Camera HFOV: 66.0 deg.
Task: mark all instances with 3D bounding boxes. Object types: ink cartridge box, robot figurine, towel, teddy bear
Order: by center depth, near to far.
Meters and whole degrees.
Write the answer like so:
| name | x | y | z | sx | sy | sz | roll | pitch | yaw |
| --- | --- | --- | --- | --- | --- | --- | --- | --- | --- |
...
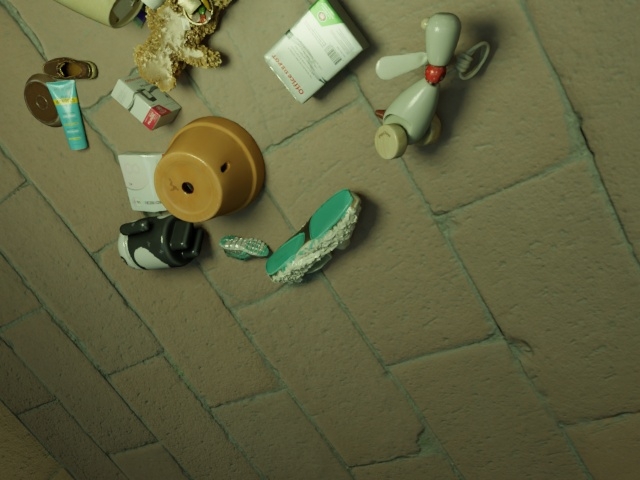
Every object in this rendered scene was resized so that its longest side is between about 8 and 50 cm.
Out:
| name | x | y | z | sx | sy | sz | roll | pitch | yaw |
| --- | --- | --- | --- | --- | --- | --- | --- | --- | --- |
| ink cartridge box | -0.011 | -0.459 | 1.193 | 0.208 | 0.087 | 0.153 | -33 | 102 | 30 |
| teddy bear | -0.352 | -0.552 | 1.272 | 0.244 | 0.113 | 0.338 | 20 | 115 | 1 |
| towel | -0.491 | -0.623 | 1.328 | 0.060 | 0.009 | 0.083 | 42 | 123 | -6 |
| ink cartridge box | -0.491 | -0.394 | 1.391 | 0.150 | 0.109 | 0.063 | 42 | 124 | -5 |
| ink cartridge box | -0.504 | -0.181 | 1.545 | 0.232 | 0.066 | 0.189 | 7 | 119 | 22 |
| robot figurine | -0.513 | 0.009 | 1.577 | 0.277 | 0.174 | 0.209 | -6 | 112 | 22 |

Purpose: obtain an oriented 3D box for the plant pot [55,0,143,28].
| name | x | y | z | sx | sy | sz | roll | pitch | yaw |
| --- | --- | --- | --- | --- | --- | --- | --- | --- | --- |
| plant pot | -0.574 | -0.657 | 1.192 | 0.274 | 0.256 | 0.256 | 42 | 123 | -5 |

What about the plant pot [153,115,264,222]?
| name | x | y | z | sx | sy | sz | roll | pitch | yaw |
| --- | --- | --- | --- | --- | --- | --- | --- | --- | --- |
| plant pot | -0.325 | -0.179 | 1.380 | 0.290 | 0.203 | 0.291 | 6 | 118 | 12 |

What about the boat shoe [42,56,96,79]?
| name | x | y | z | sx | sy | sz | roll | pitch | yaw |
| --- | --- | --- | --- | --- | --- | --- | --- | --- | --- |
| boat shoe | -0.749 | -0.506 | 1.451 | 0.177 | 0.060 | 0.064 | 7 | 108 | 16 |

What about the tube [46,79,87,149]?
| name | x | y | z | sx | sy | sz | roll | pitch | yaw |
| --- | --- | --- | --- | --- | --- | --- | --- | --- | --- |
| tube | -0.780 | -0.390 | 1.537 | 0.080 | 0.052 | 0.207 | -13 | 117 | -17 |

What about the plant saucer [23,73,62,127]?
| name | x | y | z | sx | sy | sz | roll | pitch | yaw |
| --- | --- | --- | --- | --- | --- | --- | --- | --- | --- |
| plant saucer | -0.871 | -0.438 | 1.557 | 0.168 | 0.029 | 0.169 | 8 | 119 | 15 |

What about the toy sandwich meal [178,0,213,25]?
| name | x | y | z | sx | sy | sz | roll | pitch | yaw |
| --- | --- | --- | --- | --- | --- | --- | --- | --- | --- |
| toy sandwich meal | -0.299 | -0.562 | 1.185 | 0.085 | 0.029 | 0.086 | 3 | 113 | 6 |

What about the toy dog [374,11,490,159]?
| name | x | y | z | sx | sy | sz | roll | pitch | yaw |
| --- | --- | --- | --- | --- | --- | --- | --- | --- | --- |
| toy dog | 0.209 | -0.353 | 1.130 | 0.161 | 0.220 | 0.334 | 45 | 120 | 31 |

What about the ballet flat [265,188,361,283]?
| name | x | y | z | sx | sy | sz | roll | pitch | yaw |
| --- | --- | --- | --- | --- | --- | --- | --- | --- | --- |
| ballet flat | 0.000 | 0.000 | 1.431 | 0.147 | 0.147 | 0.409 | 46 | 125 | -7 |

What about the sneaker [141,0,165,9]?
| name | x | y | z | sx | sy | sz | roll | pitch | yaw |
| --- | --- | --- | --- | --- | --- | --- | --- | --- | --- |
| sneaker | -0.366 | -0.661 | 0.988 | 0.150 | 0.135 | 0.366 | -20 | 91 | 16 |

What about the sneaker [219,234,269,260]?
| name | x | y | z | sx | sy | sz | roll | pitch | yaw |
| --- | --- | --- | --- | --- | --- | --- | --- | --- | --- |
| sneaker | -0.237 | 0.033 | 1.566 | 0.166 | 0.065 | 0.076 | 13 | 137 | 17 |
